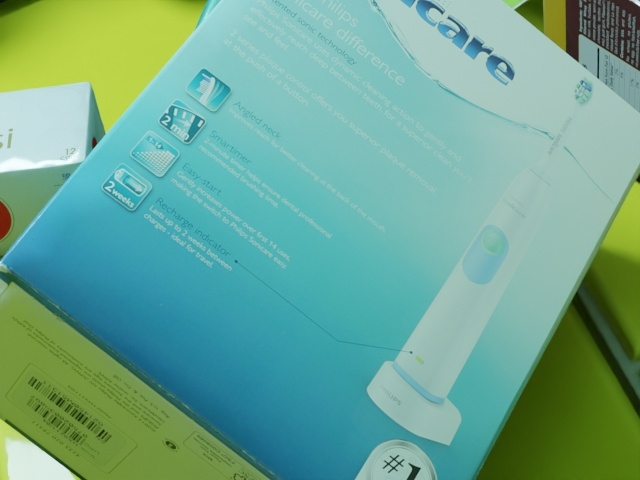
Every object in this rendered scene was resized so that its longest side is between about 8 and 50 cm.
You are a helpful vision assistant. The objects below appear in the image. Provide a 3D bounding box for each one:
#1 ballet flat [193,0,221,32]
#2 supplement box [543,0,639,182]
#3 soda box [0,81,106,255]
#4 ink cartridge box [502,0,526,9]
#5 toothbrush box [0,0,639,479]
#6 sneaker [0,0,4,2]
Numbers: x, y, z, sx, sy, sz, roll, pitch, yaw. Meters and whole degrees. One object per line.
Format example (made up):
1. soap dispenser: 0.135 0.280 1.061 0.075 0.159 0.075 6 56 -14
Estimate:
1. ballet flat: -0.054 -0.053 0.899 0.123 0.123 0.349 11 49 19
2. supplement box: 0.258 -0.116 0.885 0.191 0.129 0.194 -33 51 -21
3. soda box: -0.234 -0.033 0.928 0.216 0.069 0.074 -7 46 2
4. ink cartridge box: 0.138 -0.202 1.013 0.255 0.097 0.189 -35 51 -18
5. toothbrush box: 0.000 0.000 0.752 0.216 0.126 0.295 37 56 -6
6. sneaker: -0.308 -0.254 1.075 0.482 0.185 0.202 -5 42 6
